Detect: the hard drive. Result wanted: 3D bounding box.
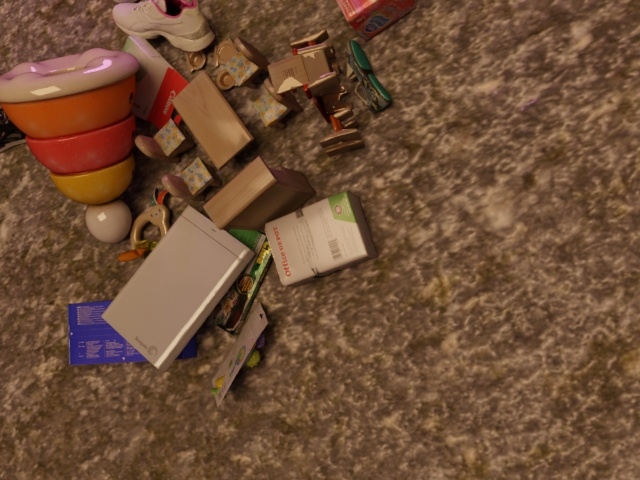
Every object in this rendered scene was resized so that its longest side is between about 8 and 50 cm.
[{"bbox_3d":[-0.351,0.110,1.671,0.233,0.047,0.353,34,83,28],"label":"hard drive"}]

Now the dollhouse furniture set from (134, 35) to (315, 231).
[{"bbox_3d":[-0.224,-0.224,1.601,0.362,0.256,0.394,-39,76,15],"label":"dollhouse furniture set"}]

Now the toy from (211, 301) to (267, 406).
[{"bbox_3d":[-0.180,0.279,1.645,0.056,0.137,0.237,31,97,-21],"label":"toy"}]

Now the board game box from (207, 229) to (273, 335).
[{"bbox_3d":[-0.210,0.091,1.703,0.136,0.030,0.260,28,96,22],"label":"board game box"}]

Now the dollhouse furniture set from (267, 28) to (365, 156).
[{"bbox_3d":[-0.015,-0.340,1.543,0.135,0.259,0.262,-18,78,8],"label":"dollhouse furniture set"}]

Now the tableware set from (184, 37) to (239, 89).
[{"bbox_3d":[-0.282,-0.442,1.778,0.168,0.020,0.141,-14,81,19],"label":"tableware set"}]

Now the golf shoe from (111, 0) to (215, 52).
[{"bbox_3d":[-0.416,-0.589,1.766,0.306,0.140,0.115,18,58,18],"label":"golf shoe"}]

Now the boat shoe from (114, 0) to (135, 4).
[{"bbox_3d":[-0.475,-0.768,1.832,0.301,0.102,0.108,-42,73,12],"label":"boat shoe"}]

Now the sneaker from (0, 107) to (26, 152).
[{"bbox_3d":[-0.890,-0.329,1.940,0.283,0.124,0.107,-25,78,17],"label":"sneaker"}]

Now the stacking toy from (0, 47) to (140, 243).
[{"bbox_3d":[-0.581,-0.216,1.723,0.350,0.351,0.480,2,118,21],"label":"stacking toy"}]

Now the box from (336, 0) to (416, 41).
[{"bbox_3d":[0.077,-0.644,1.594,0.154,0.142,0.300,-31,76,17],"label":"box"}]

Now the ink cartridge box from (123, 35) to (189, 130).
[{"bbox_3d":[-0.446,-0.393,1.782,0.225,0.056,0.181,47,127,18],"label":"ink cartridge box"}]

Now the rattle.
[{"bbox_3d":[-0.454,-0.049,1.751,0.130,0.142,0.200,25,101,39],"label":"rattle"}]

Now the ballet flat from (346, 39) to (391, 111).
[{"bbox_3d":[0.096,-0.384,1.611,0.070,0.070,0.188,-31,72,15],"label":"ballet flat"}]

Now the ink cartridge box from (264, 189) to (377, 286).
[{"bbox_3d":[0.000,0.000,1.595,0.219,0.092,0.160,-21,78,18],"label":"ink cartridge box"}]

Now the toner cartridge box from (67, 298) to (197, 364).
[{"bbox_3d":[-0.491,0.232,1.770,0.347,0.075,0.165,-6,82,20],"label":"toner cartridge box"}]
